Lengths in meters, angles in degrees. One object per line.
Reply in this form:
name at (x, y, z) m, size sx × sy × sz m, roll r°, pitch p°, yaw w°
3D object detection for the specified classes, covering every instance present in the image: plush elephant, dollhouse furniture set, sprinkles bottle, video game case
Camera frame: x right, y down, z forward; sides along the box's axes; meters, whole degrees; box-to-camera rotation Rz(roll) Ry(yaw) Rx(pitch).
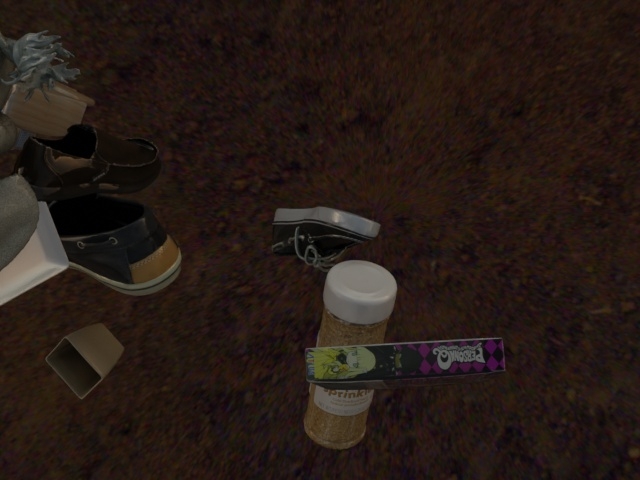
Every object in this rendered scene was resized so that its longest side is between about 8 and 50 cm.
plush elephant at (-0.409, -0.094, 0.884) m, size 0.329 × 0.272 × 0.255 m, roll 12°, pitch 70°, yaw 30°
dollhouse furniture set at (-0.469, -0.091, 1.300) m, size 0.198 × 0.286 × 0.303 m, roll 26°, pitch 99°, yaw 23°
sprinkles bottle at (0.048, 0.207, 1.607) m, size 0.121 × 0.121 × 0.356 m, roll 11°, pitch 125°, yaw 3°
video game case at (0.099, 0.147, 1.054) m, size 0.210 × 0.232 × 0.042 m, roll -4°, pitch 78°, yaw 6°

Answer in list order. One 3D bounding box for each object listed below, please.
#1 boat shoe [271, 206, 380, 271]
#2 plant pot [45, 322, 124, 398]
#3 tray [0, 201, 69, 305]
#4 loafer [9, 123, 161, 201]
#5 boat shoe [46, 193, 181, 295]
boat shoe at (-0.004, -0.001, 1.647) m, size 0.113 × 0.306 × 0.105 m, roll 18°, pitch 82°, yaw -35°
plant pot at (-0.452, 0.226, 1.785) m, size 0.109 × 0.096 × 0.109 m, roll 49°, pitch 132°, yaw 0°
tray at (-0.538, 0.034, 1.471) m, size 0.030 × 0.270 × 0.145 m, roll -5°, pitch 110°, yaw 38°
loafer at (-0.272, -0.101, 1.104) m, size 0.080 × 0.220 × 0.078 m, roll 29°, pitch 116°, yaw 24°
boat shoe at (-0.472, -0.036, 1.719) m, size 0.500 × 0.187 × 0.156 m, roll 16°, pitch 135°, yaw 34°
